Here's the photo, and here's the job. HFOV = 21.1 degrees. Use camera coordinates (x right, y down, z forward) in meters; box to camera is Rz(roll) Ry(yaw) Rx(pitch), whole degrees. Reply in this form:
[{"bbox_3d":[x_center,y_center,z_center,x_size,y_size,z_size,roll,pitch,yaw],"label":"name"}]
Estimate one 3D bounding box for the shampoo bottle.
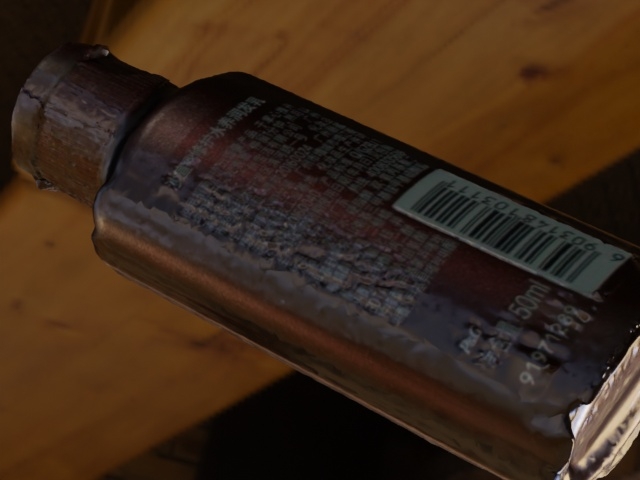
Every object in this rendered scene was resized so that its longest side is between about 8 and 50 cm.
[{"bbox_3d":[0.000,0.000,0.777,0.323,0.129,0.084,25,148,26],"label":"shampoo bottle"}]
